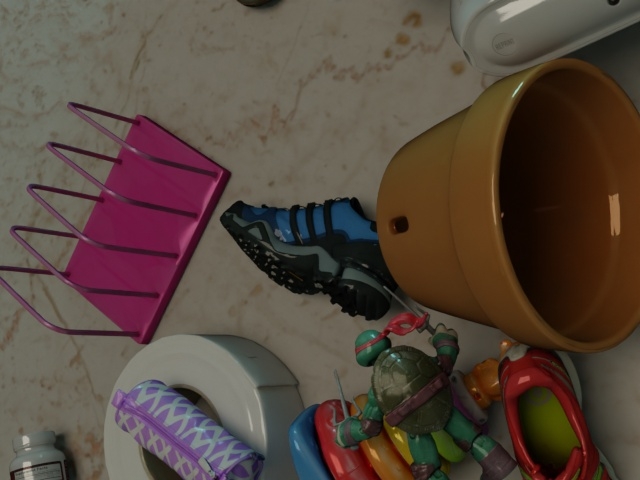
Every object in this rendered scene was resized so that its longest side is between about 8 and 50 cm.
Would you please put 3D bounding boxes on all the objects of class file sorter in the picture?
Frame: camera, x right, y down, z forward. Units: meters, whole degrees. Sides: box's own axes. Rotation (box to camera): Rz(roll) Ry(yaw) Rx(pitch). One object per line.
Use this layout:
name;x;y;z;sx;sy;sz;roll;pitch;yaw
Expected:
file sorter;-0.312;-0.027;1.375;0.202;0.182;0.291;34;103;31

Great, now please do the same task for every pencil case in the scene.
pencil case;-0.165;0.252;1.185;0.206;0.088;0.086;28;98;33

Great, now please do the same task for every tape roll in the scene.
tape roll;-0.158;0.266;1.291;0.286;0.100;0.286;-5;81;33

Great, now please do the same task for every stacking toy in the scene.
stacking toy;0.128;0.204;1.098;0.302;0.166;0.175;-36;84;12

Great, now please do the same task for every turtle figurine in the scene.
turtle figurine;0.092;0.169;0.996;0.175;0.118;0.234;-35;81;-3

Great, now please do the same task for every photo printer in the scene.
photo printer;0.279;-0.303;1.004;0.307;0.107;0.256;-22;31;30

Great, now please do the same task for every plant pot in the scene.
plant pot;0.199;-0.028;1.009;0.203;0.291;0.291;-6;80;50

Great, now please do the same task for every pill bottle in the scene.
pill bottle;-0.427;0.373;1.460;0.086;0.086;0.152;-23;72;29

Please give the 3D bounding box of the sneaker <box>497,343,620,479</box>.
sneaker;0.246;0.243;0.988;0.107;0.118;0.279;-22;96;17

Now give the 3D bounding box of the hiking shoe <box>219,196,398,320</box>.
hiking shoe;0.000;0.000;1.237;0.304;0.113;0.132;24;67;39

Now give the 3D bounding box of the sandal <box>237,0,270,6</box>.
sandal;-0.123;-0.427;1.372;0.090;0.060;0.219;-31;69;27
